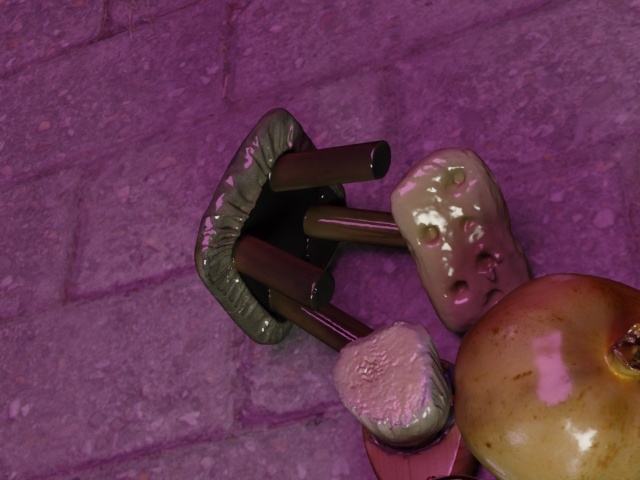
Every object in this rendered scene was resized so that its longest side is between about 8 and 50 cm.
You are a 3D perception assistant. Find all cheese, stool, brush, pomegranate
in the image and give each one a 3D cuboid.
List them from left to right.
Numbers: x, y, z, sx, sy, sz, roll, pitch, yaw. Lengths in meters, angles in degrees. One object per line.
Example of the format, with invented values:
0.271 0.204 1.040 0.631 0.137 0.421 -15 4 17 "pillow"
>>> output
0.000 0.000 1.850 0.226 0.310 0.310 13 68 30 "stool"
0.124 0.261 1.679 0.174 0.166 0.267 -20 53 19 "brush"
0.203 -0.003 1.767 0.159 0.263 0.093 -24 10 6 "cheese"
0.320 0.179 1.517 0.319 0.319 0.319 -16 52 22 "pomegranate"

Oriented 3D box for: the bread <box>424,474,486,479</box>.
0.164 0.399 1.529 0.212 0.142 0.224 39 114 22 "bread"
